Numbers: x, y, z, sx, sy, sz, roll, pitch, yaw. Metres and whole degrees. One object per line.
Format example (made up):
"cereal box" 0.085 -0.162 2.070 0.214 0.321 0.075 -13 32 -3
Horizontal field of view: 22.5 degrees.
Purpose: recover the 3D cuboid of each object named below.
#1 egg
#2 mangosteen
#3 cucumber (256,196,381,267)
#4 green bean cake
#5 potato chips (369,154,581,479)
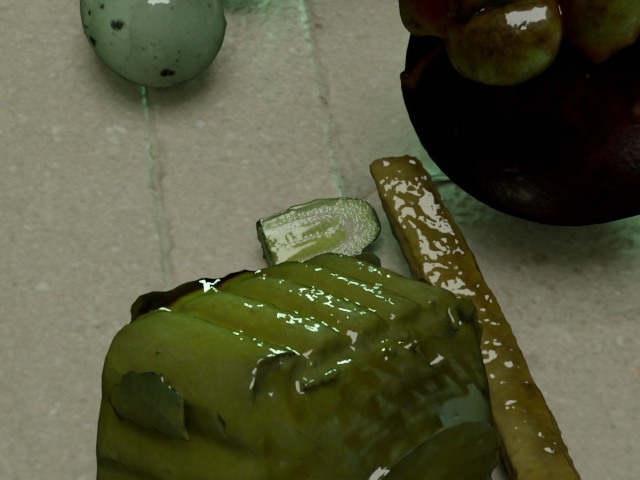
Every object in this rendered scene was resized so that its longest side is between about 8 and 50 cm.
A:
"egg" -0.162 -0.217 1.527 0.131 0.131 0.164 -25 49 -21
"mangosteen" 0.207 -0.171 1.369 0.307 0.347 0.307 -13 61 24
"cucumber" 0.000 0.000 1.414 0.107 0.035 0.067 -17 71 -17
"green bean cake" 0.004 0.173 1.153 0.202 0.285 0.310 15 23 40
"potato chips" 0.135 0.092 1.319 0.057 0.080 0.407 -23 55 0
